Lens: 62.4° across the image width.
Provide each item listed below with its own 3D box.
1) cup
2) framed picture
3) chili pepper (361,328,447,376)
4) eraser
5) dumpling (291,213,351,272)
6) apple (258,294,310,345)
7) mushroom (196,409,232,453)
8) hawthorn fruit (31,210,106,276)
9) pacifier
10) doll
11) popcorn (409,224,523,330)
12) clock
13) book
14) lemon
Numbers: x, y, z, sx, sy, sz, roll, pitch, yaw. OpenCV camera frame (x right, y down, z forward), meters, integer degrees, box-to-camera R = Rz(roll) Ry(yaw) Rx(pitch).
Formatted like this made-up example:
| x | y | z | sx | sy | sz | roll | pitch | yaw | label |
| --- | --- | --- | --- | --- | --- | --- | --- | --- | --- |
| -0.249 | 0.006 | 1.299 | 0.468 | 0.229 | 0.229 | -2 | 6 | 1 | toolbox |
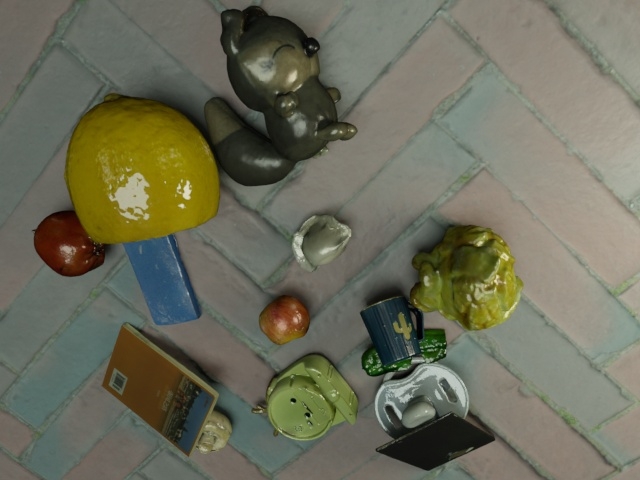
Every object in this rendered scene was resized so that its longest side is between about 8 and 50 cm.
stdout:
| x | y | z | sx | sy | sz | roll | pitch | yaw | label |
| --- | --- | --- | --- | --- | --- | --- | --- | --- | --- |
| 0.207 | 0.239 | 1.405 | 0.131 | 0.176 | 0.155 | -45 | 57 | 56 | cup |
| 0.338 | 0.585 | 1.516 | 0.244 | 0.013 | 0.324 | -33 | 136 | 19 | framed picture |
| 0.232 | 0.309 | 1.476 | 0.253 | 0.083 | 0.099 | -17 | 89 | 6 | chili pepper |
| -0.455 | 0.097 | 1.509 | 0.144 | 0.043 | 0.312 | -11 | 109 | 11 | eraser |
| 0.000 | 0.000 | 1.382 | 0.188 | 0.108 | 0.127 | -39 | 76 | 33 | dumpling |
| -0.095 | 0.222 | 1.453 | 0.146 | 0.146 | 0.147 | 3 | 111 | 7 | apple |
| -0.355 | 0.604 | 1.652 | 0.154 | 0.122 | 0.154 | 0 | 123 | 1 | mushroom |
| -0.688 | 0.000 | 1.433 | 0.202 | 0.185 | 0.185 | 19 | 113 | 4 | hawthorn fruit |
| 0.264 | 0.456 | 1.465 | 0.279 | 0.207 | 0.227 | -33 | 86 | 18 | pacifier |
| -0.144 | -0.321 | 1.200 | 0.378 | 0.252 | 0.382 | -31 | 98 | 18 | doll |
| 0.355 | 0.086 | 1.306 | 0.276 | 0.277 | 0.225 | -36 | 139 | 19 | popcorn |
| -0.059 | 0.496 | 1.582 | 0.308 | 0.096 | 0.235 | -33 | 104 | 20 | clock |
| -0.497 | 0.455 | 1.606 | 0.373 | 0.028 | 0.263 | 32 | 113 | 14 | book |
| -0.420 | -0.175 | 1.243 | 0.364 | 0.364 | 0.364 | 3 | 111 | 7 | lemon |
